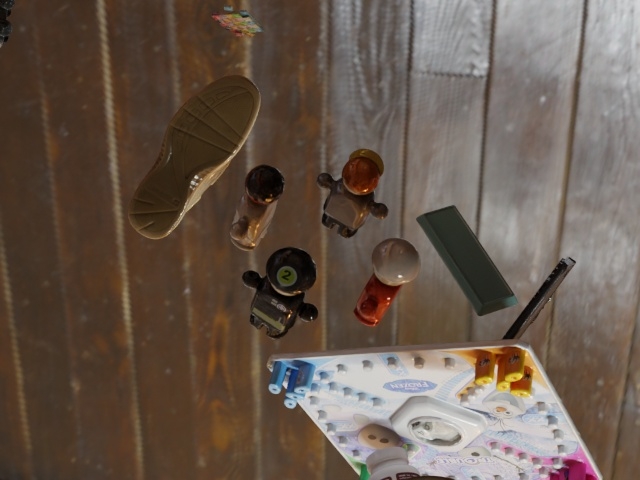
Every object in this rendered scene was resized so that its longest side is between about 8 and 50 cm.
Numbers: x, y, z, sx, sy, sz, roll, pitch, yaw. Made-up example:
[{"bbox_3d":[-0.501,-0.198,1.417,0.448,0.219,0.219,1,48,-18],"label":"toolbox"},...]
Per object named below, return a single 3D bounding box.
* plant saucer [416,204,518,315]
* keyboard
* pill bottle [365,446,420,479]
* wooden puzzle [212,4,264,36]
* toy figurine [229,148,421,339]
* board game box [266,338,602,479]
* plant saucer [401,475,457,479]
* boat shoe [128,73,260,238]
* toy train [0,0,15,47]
[{"bbox_3d":[0.209,0.024,1.744,0.018,0.067,0.192,100,148,-51],"label":"plant saucer"},{"bbox_3d":[0.317,0.099,1.814,0.023,0.108,0.180,39,106,15],"label":"keyboard"},{"bbox_3d":[0.116,0.387,1.798,0.086,0.152,0.086,-10,147,-7],"label":"pill bottle"},{"bbox_3d":[-0.103,-0.274,1.532,0.049,0.083,0.006,2,73,28],"label":"wooden puzzle"},{"bbox_3d":[0.000,0.000,1.484,0.213,0.209,0.148,-5,148,-18],"label":"toy figurine"},{"bbox_3d":[0.168,0.278,1.763,0.390,0.050,0.390,-7,140,27],"label":"board game box"},{"bbox_3d":[0.128,0.424,1.463,0.278,0.278,0.041,52,152,-8],"label":"plant saucer"},{"bbox_3d":[-0.190,-0.137,1.885,0.109,0.098,0.302,35,111,-2],"label":"boat shoe"},{"bbox_3d":[-0.258,-0.224,0.965,0.036,0.158,0.027,7,168,-22],"label":"toy train"}]
